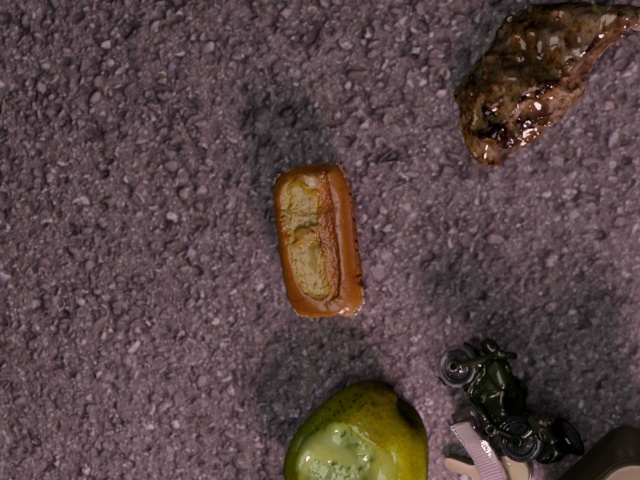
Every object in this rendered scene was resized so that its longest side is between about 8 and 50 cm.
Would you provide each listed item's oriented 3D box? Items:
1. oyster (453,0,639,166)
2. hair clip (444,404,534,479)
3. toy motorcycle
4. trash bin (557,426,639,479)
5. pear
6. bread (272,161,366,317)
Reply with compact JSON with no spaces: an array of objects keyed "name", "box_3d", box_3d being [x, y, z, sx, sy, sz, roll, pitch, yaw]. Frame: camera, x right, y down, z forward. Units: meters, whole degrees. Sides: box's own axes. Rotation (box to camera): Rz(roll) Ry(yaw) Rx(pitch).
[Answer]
[{"name":"oyster","box_3d":[0.381,-0.319,1.707,0.396,0.111,0.204,-44,79,17]},{"name":"hair clip","box_3d":[0.302,0.412,1.786,0.159,0.071,0.219,-25,99,34]},{"name":"toy motorcycle","box_3d":[0.346,0.289,1.720,0.127,0.205,0.275,-45,63,16]},{"name":"trash bin","box_3d":[0.485,0.442,1.655,0.121,0.247,0.243,44,102,7]},{"name":"pear","box_3d":[0.082,0.393,1.808,0.292,0.159,0.293,0,91,14]},{"name":"bread","box_3d":[0.000,0.000,1.823,0.152,0.119,0.288,-7,92,11]}]
